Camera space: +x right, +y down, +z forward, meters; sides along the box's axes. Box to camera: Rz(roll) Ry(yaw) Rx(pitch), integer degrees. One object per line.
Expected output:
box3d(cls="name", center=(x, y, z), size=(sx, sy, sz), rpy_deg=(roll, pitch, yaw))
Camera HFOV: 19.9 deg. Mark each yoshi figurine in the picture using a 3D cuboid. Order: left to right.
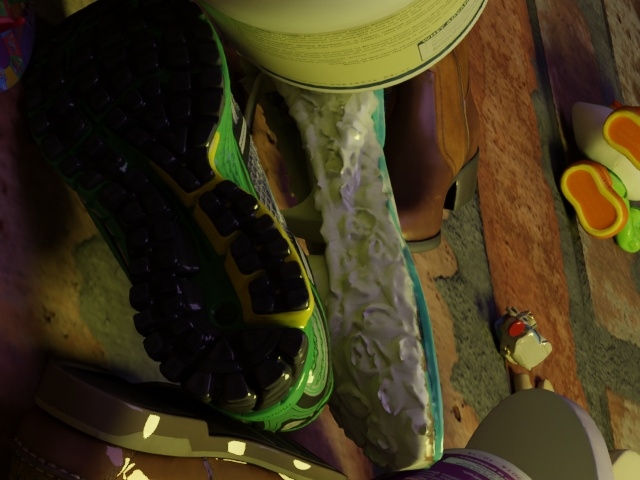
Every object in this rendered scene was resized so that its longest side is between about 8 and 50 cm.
box3d(cls="yoshi figurine", center=(0.438, -0.082, 2.354), size=(0.362, 0.203, 0.203), rpy_deg=(-19, 109, -69))

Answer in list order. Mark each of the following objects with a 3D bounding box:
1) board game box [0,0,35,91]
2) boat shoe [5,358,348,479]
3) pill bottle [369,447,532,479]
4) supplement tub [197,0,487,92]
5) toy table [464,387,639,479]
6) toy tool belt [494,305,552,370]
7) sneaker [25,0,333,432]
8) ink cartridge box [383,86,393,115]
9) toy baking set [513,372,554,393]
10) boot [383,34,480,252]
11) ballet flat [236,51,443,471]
box3d(cls="board game box", center=(-0.218, -0.176, 1.146), size=(0.169, 0.033, 0.133), rpy_deg=(51, 32, -40))
box3d(cls="boat shoe", center=(-0.094, 0.152, 1.139), size=(0.307, 0.110, 0.104), rpy_deg=(25, 90, -55))
box3d(cls="pill bottle", center=(0.059, 0.254, 1.315), size=(0.301, 0.169, 0.169), rpy_deg=(-8, 83, -67))
box3d(cls="supplement tub", center=(0.004, -0.239, 1.243), size=(0.325, 0.235, 0.235), rpy_deg=(42, 35, -81))
box3d(cls="toy table", center=(0.216, 0.283, 1.577), size=(0.161, 0.252, 0.274), rpy_deg=(27, 76, -41))
box3d(cls="toy tool belt", center=(0.202, 0.095, 1.889), size=(0.051, 0.052, 0.083), rpy_deg=(53, 0, 45))
box3d(cls="sneaker", center=(-0.091, -0.020, 1.186), size=(0.146, 0.134, 0.343), rpy_deg=(63, 5, -62))
box3d(cls="ink cartridge box", center=(0.024, -0.233, 1.683), size=(0.186, 0.065, 0.311), rpy_deg=(10, 68, -63))
box3d(cls="toy baking set", center=(0.260, 0.257, 1.923), size=(0.197, 0.030, 0.256), rpy_deg=(-13, 87, -66))
box3d(cls="boot", center=(0.082, -0.144, 1.572), size=(0.264, 0.096, 0.280), rpy_deg=(-32, 126, -55))
box3d(cls="ballet flat", center=(0.000, 0.000, 1.399), size=(0.147, 0.147, 0.409), rpy_deg=(41, 34, -51))
